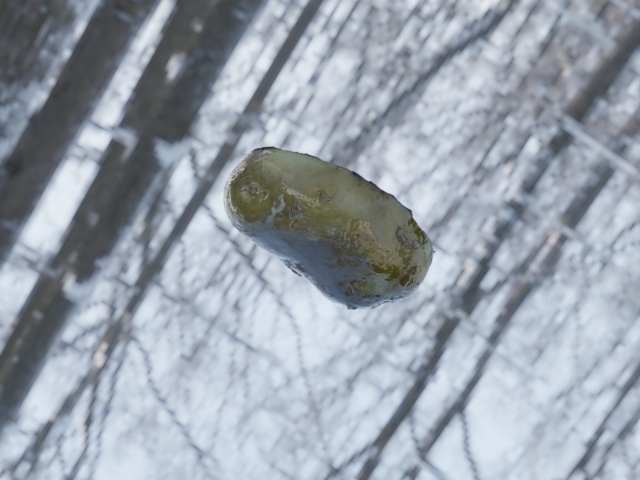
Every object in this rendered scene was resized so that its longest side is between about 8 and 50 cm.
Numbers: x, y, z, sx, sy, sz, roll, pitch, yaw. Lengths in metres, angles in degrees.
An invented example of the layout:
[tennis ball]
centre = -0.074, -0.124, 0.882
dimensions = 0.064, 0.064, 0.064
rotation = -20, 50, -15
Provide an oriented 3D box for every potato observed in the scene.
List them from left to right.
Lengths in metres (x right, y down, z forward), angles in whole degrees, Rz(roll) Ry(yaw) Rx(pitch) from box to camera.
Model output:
[potato]
centre = 0.000, 0.000, 1.563
dimensions = 0.200, 0.164, 0.081
rotation = 32, -114, -11
